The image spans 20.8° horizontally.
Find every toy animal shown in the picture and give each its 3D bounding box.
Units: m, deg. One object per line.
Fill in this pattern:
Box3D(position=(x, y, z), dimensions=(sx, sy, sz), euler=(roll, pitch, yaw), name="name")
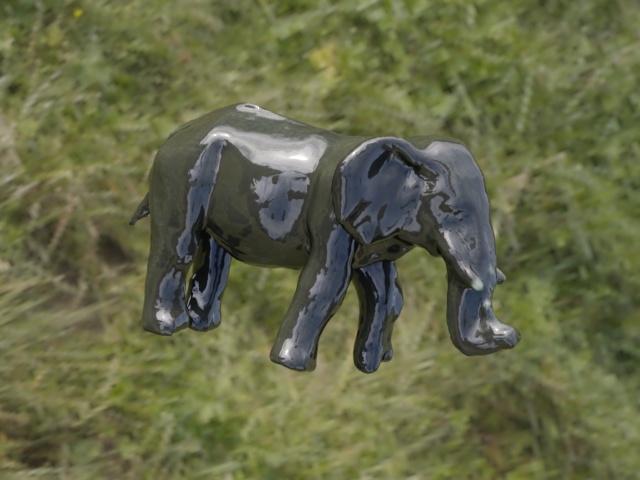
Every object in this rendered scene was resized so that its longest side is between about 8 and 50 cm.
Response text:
Box3D(position=(0.000, 0.001, 0.990), dimensions=(0.114, 0.245, 0.146), euler=(-19, 121, -79), name="toy animal")
